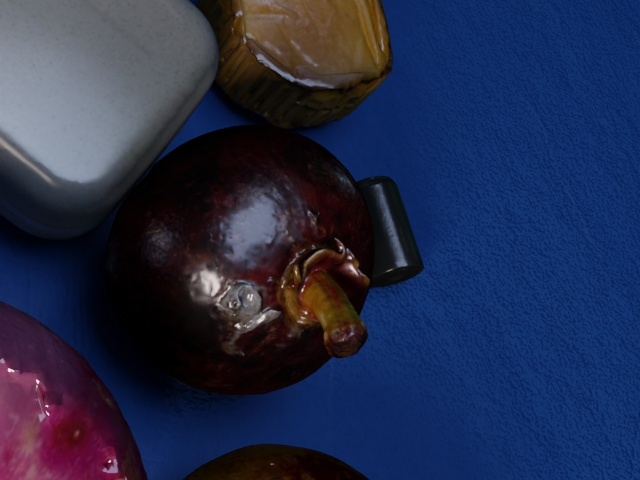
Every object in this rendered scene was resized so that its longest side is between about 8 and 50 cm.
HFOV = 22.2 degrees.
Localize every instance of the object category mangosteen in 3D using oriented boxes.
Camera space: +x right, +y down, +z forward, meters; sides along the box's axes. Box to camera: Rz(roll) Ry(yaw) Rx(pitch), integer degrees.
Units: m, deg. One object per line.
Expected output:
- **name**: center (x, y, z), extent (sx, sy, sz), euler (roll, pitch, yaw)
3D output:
- **mangosteen**: center (-0.045, 0.025, 1.343), extent (0.235, 0.261, 0.235), euler (-16, 116, -36)

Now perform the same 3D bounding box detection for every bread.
- **bread**: center (-0.028, -0.203, 1.581), extent (0.199, 0.104, 0.199), euler (14, 59, -24)

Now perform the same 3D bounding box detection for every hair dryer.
- **hair dryer**: center (0.000, 0.000, 1.537), extent (0.198, 0.057, 0.100), euler (-9, 71, -31)

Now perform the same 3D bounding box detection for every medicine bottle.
- **medicine bottle**: center (-0.281, -0.189, 1.364), extent (0.375, 0.123, 0.282), euler (39, 59, -6)

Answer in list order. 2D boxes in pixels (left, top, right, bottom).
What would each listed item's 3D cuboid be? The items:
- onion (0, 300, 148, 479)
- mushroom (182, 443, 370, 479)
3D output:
- **onion**: center (-0.293, 0.207, 1.091), extent (0.358, 0.345, 0.358), euler (4, 79, -21)
- **mushroom**: center (-0.008, 0.299, 1.304), extent (0.297, 0.163, 0.278), euler (44, 51, -6)
